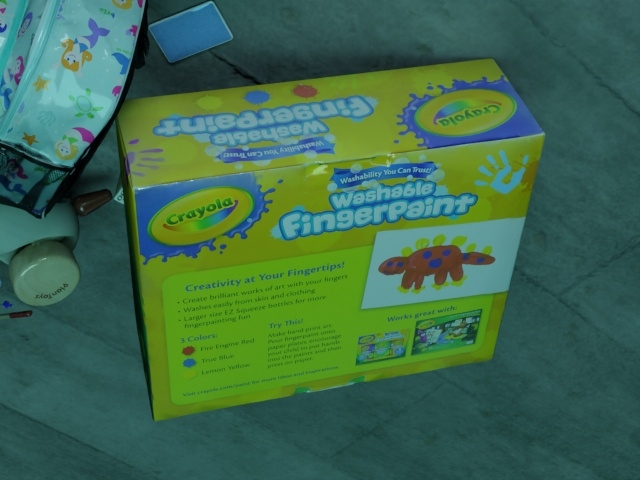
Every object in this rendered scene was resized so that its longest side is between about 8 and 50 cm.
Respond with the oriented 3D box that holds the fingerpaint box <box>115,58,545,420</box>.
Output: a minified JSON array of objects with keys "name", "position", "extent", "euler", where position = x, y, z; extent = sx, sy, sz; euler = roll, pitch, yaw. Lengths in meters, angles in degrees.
[{"name":"fingerpaint box","position":[0.000,0.000,1.250],"extent":[0.445,0.163,0.371],"euler":[-9,134,-13]}]

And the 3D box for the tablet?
[{"name":"tablet","position":[-0.147,-0.236,1.202],"extent":[0.083,0.006,0.054],"euler":[-18,129,15]}]

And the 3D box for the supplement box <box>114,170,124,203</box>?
[{"name":"supplement box","position":[-0.212,-0.092,1.271],"extent":[0.036,0.098,0.062],"euler":[27,126,-22]}]

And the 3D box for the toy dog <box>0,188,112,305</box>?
[{"name":"toy dog","position":[-0.361,-0.067,1.234],"extent":[0.161,0.220,0.333],"euler":[-37,160,-3]}]

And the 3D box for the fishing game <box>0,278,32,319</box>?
[{"name":"fishing game","position":[-0.485,0.003,1.371],"extent":[0.189,0.041,0.264],"euler":[-10,124,41]}]

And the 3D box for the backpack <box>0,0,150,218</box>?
[{"name":"backpack","position":[-0.278,-0.172,1.059],"extent":[0.191,0.225,0.253],"euler":[25,141,-28]}]
